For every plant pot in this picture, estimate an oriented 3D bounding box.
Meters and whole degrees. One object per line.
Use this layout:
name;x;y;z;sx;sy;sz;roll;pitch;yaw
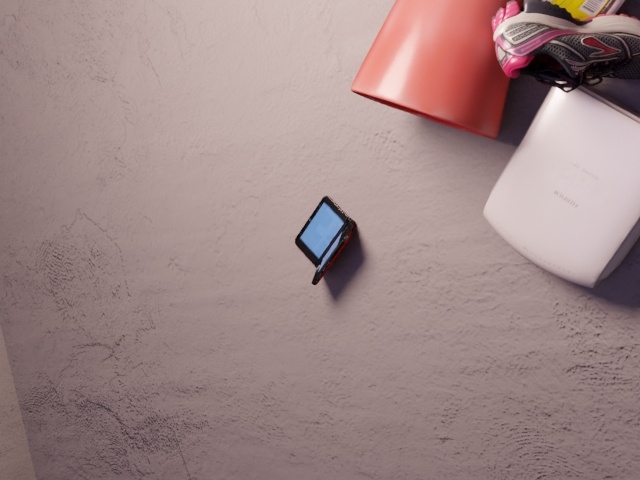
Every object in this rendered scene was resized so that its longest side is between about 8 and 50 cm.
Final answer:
plant pot;0.217;-0.330;1.371;0.275;0.275;0.243;23;99;28

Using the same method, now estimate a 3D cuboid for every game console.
game console;0.000;0.000;1.671;0.085;0.124;0.144;31;118;-5

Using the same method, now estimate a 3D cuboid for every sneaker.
sneaker;0.410;-0.286;1.251;0.121;0.299;0.112;119;154;-63

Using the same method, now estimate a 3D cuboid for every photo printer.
photo printer;0.439;-0.090;1.351;0.256;0.107;0.307;38;117;22

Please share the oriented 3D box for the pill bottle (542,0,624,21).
pill bottle;0.381;-0.437;1.265;0.215;0.117;0.117;27;117;-8
